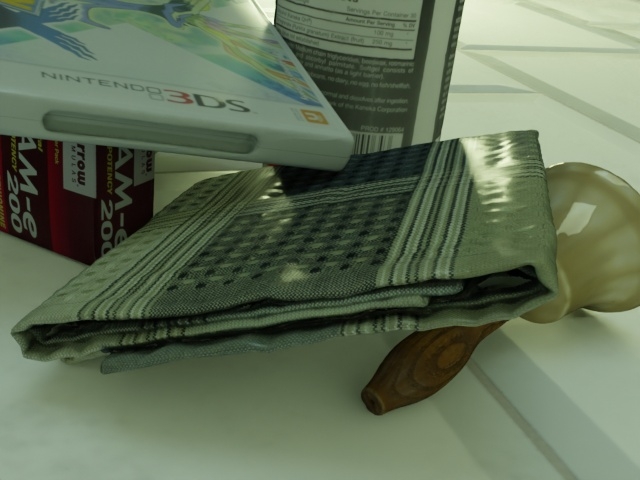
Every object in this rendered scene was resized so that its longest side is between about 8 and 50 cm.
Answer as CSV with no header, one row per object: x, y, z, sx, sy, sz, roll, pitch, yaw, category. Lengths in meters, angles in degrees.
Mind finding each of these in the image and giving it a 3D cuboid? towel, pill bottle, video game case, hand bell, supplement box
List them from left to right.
-0.249,-0.077,0.676,0.240,0.130,0.073,18,27,24,supplement box
-0.164,-0.170,0.657,0.300,0.036,0.329,4,36,-28,video game case
0.000,0.000,0.564,0.312,0.056,0.324,-7,18,17,towel
0.043,-0.198,0.777,0.177,0.318,0.176,6,24,-3,pill bottle
0.117,0.049,0.565,0.242,0.126,0.126,-30,42,-32,hand bell

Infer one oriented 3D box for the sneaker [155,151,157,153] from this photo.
-0.299,-0.155,0.834,0.296,0.123,0.109,6,26,0,sneaker
